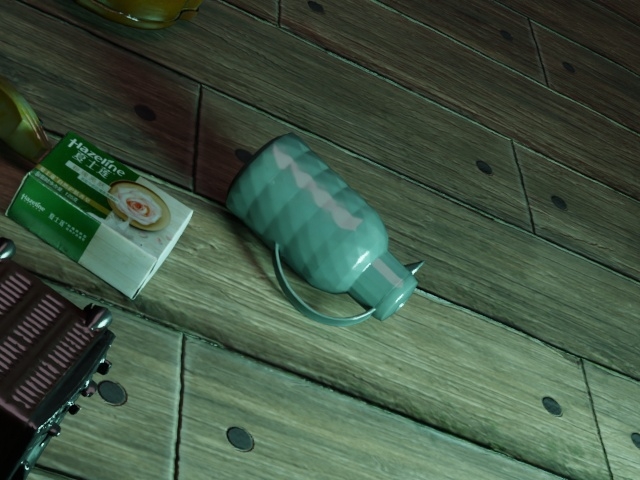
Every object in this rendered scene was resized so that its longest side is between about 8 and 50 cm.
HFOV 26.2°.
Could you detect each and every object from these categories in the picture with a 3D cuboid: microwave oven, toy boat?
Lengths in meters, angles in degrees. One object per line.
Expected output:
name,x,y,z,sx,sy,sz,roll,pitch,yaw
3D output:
microwave oven,-0.329,0.157,1.303,0.188,0.247,0.178,33,36,-3
toy boat,-0.411,-0.168,1.802,0.172,0.065,0.066,48,12,24

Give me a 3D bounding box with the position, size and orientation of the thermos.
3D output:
thermos,0.000,0.000,1.909,0.286,0.145,0.182,45,65,11

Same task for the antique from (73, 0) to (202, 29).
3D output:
antique,-0.303,-0.435,2.176,0.278,0.129,0.224,8,40,-40

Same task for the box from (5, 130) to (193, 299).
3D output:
box,-0.278,-0.034,1.742,0.199,0.081,0.135,35,33,-6
